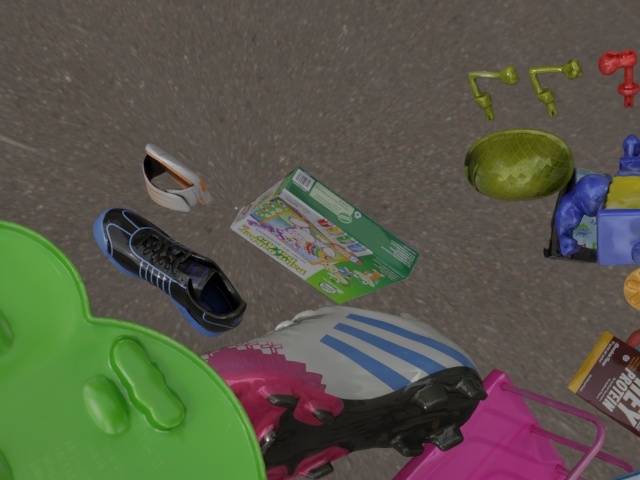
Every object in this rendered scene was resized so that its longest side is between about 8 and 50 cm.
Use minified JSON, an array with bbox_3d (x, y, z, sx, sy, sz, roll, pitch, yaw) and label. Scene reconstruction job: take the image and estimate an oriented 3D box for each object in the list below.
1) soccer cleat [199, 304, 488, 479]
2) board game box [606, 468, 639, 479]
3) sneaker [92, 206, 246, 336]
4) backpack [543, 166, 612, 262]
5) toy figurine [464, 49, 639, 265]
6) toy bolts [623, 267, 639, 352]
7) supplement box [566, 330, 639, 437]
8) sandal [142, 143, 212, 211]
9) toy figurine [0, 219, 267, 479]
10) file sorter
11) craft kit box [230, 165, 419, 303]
[{"bbox_3d":[-0.016,0.116,0.696,0.331,0.143,0.116,4,120,-38],"label":"soccer cleat"},{"bbox_3d":[0.121,0.266,0.338,0.302,0.086,0.308,-24,53,16],"label":"board game box"},{"bbox_3d":[-0.192,0.031,1.125,0.232,0.090,0.081,41,57,-8],"label":"sneaker"},{"bbox_3d":[0.332,-0.029,1.066,0.084,0.105,0.114,9,88,6],"label":"backpack"},{"bbox_3d":[0.312,-0.061,0.887,0.363,0.217,0.191,1,131,19],"label":"toy figurine"},{"bbox_3d":[0.713,0.185,1.792,0.218,0.158,0.228,31,109,6],"label":"toy bolts"},{"bbox_3d":[0.594,0.284,1.589,0.194,0.191,0.129,35,95,33],"label":"supplement box"},{"bbox_3d":[-0.251,-0.087,1.498,0.102,0.265,0.076,36,83,12],"label":"sandal"},{"bbox_3d":[-0.122,0.093,0.350,0.130,0.159,0.173,-30,87,-33],"label":"toy figurine"},{"bbox_3d":[0.237,0.320,0.875,0.202,0.182,0.290,-43,113,-18],"label":"file sorter"},{"bbox_3d":[0.000,0.000,1.438,0.250,0.247,0.061,35,67,-13],"label":"craft kit box"}]
